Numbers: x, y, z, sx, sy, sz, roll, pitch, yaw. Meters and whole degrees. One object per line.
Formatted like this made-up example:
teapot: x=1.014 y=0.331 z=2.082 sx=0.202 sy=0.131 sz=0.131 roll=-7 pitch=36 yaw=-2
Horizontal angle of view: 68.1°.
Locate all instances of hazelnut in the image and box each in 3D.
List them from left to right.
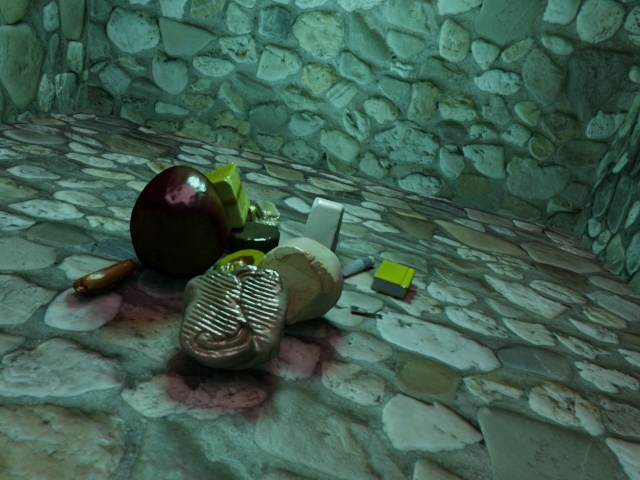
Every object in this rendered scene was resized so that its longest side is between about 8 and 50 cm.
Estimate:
hazelnut: x=-0.501 y=-0.070 z=1.738 sx=0.353 sy=0.420 sz=0.421 roll=2 pitch=20 yaw=14

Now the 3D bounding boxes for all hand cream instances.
hand cream: x=0.158 y=0.117 z=2.171 sx=0.080 sy=0.048 sz=0.255 roll=25 pitch=27 yaw=37

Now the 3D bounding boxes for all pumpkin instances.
pumpkin: x=-0.301 y=0.129 z=1.782 sx=0.218 sy=0.109 sz=0.217 roll=-6 pitch=30 yaw=3

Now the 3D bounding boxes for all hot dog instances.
hot dog: x=-0.721 y=0.130 z=1.591 sx=0.102 sy=0.076 sz=0.249 roll=-18 pitch=7 yaw=26

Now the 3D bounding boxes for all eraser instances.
eraser: x=0.000 y=0.000 z=2.145 sx=0.150 sy=0.330 sz=0.331 roll=15 pitch=22 yaw=6
eraser: x=0.325 y=0.171 z=2.105 sx=0.158 sy=0.069 sz=0.226 roll=21 pitch=24 yaw=14

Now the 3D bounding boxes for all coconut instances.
coconut: x=-0.070 y=0.140 z=1.667 sx=0.298 sy=0.297 sz=0.309 roll=19 pitch=8 yaw=12

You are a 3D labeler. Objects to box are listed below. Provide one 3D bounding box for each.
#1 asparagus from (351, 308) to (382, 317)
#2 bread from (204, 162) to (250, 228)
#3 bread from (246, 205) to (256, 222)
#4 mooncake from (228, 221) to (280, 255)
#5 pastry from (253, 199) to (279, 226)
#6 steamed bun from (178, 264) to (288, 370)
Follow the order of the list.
asparagus: x=0.180 y=0.282 z=1.827 sx=0.127 sy=0.015 sz=0.018 roll=11 pitch=24 yaw=-7
bread: x=-0.516 y=-0.162 z=2.053 sx=0.362 sy=0.233 sz=0.244 roll=-13 pitch=30 yaw=4
bread: x=-0.377 y=-0.102 z=2.252 sx=0.170 sy=0.139 sz=0.160 roll=4 pitch=14 yaw=-17
mooncake: x=-0.294 y=0.005 z=2.078 sx=0.229 sy=0.124 sz=0.228 roll=7 pitch=24 yaw=-3
pastry: x=-0.282 y=-0.143 z=2.485 sx=0.122 sy=0.089 sz=0.258 roll=-5 pitch=23 yaw=-11
steamed bun: x=-0.248 y=0.247 z=1.422 sx=0.310 sy=0.219 sz=0.324 roll=-5 pitch=50 yaw=-7
